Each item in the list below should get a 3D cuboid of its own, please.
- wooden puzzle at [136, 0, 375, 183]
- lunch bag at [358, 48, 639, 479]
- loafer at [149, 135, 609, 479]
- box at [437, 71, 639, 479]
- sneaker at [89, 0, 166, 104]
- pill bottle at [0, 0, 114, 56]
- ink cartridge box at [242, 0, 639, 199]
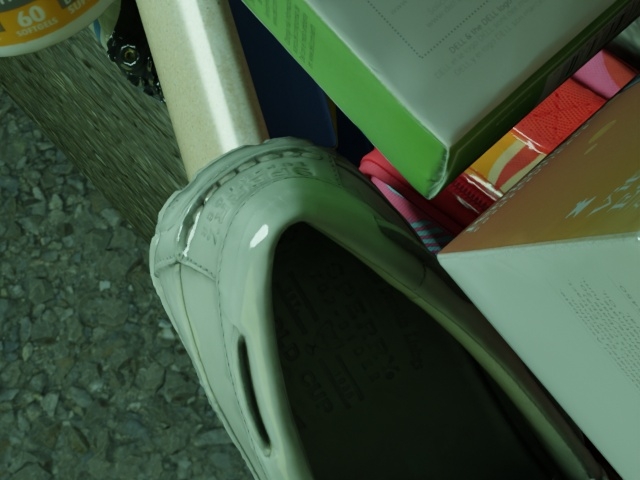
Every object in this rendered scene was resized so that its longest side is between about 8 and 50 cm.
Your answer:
[{"bbox_3d":[0.000,0.000,0.851,0.348,0.080,0.322,62,-170,-80],"label":"wooden puzzle"},{"bbox_3d":[0.147,0.055,0.648,0.293,0.120,0.258,42,165,34],"label":"lunch bag"},{"bbox_3d":[0.051,0.110,0.606,0.319,0.112,0.111,55,174,-15],"label":"loafer"},{"bbox_3d":[0.120,-0.006,0.436,0.091,0.130,0.170,49,171,-5],"label":"box"},{"bbox_3d":[-0.127,-0.165,1.160,0.237,0.085,0.086,42,-164,18],"label":"sneaker"},{"bbox_3d":[-0.202,-0.229,0.945,0.162,0.162,0.278,44,170,26],"label":"pill bottle"},{"bbox_3d":[0.005,-0.127,0.546,0.209,0.109,0.062,47,170,8],"label":"ink cartridge box"}]
